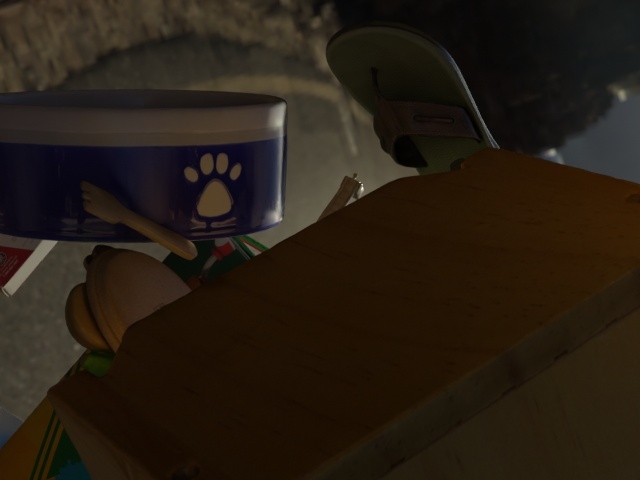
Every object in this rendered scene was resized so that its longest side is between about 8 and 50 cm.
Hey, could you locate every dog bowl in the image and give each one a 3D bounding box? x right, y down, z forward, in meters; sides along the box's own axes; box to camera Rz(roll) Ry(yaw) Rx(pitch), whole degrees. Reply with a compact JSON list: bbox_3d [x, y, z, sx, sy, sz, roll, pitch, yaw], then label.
[{"bbox_3d":[-0.159,-0.068,1.211,0.265,0.265,0.104,-56,146,-79],"label":"dog bowl"}]

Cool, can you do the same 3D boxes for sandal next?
[{"bbox_3d":[0.122,-0.119,1.604,0.303,0.120,0.086,50,33,-16],"label":"sandal"}]

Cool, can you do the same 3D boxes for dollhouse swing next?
[{"bbox_3d":[0.090,0.168,0.869,0.315,0.347,0.305,22,-43,55],"label":"dollhouse swing"}]

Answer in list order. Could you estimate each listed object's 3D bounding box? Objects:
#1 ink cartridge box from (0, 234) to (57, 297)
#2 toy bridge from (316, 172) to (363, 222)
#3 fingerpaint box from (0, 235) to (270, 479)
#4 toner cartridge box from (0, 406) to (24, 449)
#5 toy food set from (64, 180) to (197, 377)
[{"bbox_3d":[-0.349,-0.022,1.510,0.135,0.099,0.056,37,-12,6],"label":"ink cartridge box"},{"bbox_3d":[0.000,0.000,1.749,0.188,0.026,0.063,-62,169,-11],"label":"toy bridge"},{"bbox_3d":[-0.082,0.218,1.571,0.163,0.371,0.445,46,9,37],"label":"fingerpaint box"},{"bbox_3d":[-0.386,0.286,1.699,0.348,0.075,0.165,33,31,-5],"label":"toner cartridge box"},{"bbox_3d":[-0.126,0.059,1.013,0.132,0.038,0.192,31,32,-40],"label":"toy food set"}]
